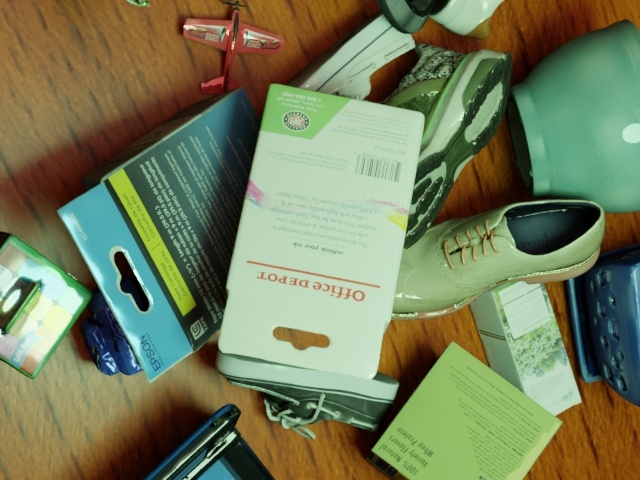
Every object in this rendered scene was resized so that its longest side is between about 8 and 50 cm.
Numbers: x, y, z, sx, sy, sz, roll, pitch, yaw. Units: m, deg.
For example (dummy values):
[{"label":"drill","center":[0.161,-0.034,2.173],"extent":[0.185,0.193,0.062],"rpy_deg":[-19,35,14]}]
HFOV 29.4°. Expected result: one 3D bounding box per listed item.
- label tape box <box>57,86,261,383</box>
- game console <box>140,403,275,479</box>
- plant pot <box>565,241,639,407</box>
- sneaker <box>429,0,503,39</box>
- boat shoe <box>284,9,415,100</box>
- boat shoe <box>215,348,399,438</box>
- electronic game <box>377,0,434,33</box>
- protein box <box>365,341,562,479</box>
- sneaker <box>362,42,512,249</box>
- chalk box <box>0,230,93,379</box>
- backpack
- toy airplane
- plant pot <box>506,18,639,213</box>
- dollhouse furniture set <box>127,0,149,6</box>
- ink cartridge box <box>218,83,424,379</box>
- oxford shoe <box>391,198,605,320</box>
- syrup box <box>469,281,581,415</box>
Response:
[{"label":"label tape box","center":[-0.184,-0.011,1.584],"extent":[0.348,0.115,0.249],"rpy_deg":[-40,111,-39]},{"label":"game console","center":[-0.178,0.390,1.648],"extent":[0.293,0.250,0.173],"rpy_deg":[-42,83,-18]},{"label":"plant pot","center":[0.530,0.116,1.942],"extent":[0.236,0.212,0.235],"rpy_deg":[-15,99,-24]},{"label":"sneaker","center":[0.271,-0.440,1.846],"extent":[0.123,0.106,0.290],"rpy_deg":[27,93,-28]},{"label":"boat shoe","center":[0.038,-0.236,1.744],"extent":[0.258,0.095,0.084],"rpy_deg":[-41,105,-17]},{"label":"boat shoe","center":[-0.025,0.221,1.739],"extent":[0.306,0.113,0.104],"rpy_deg":[15,93,-41]},{"label":"electronic game","center":[0.112,-0.408,1.736],"extent":[0.229,0.048,0.229],"rpy_deg":[18,69,-62]},{"label":"protein box","center":[0.207,0.296,1.797],"extent":[0.200,0.136,0.201],"rpy_deg":[36,76,8]},{"label":"sneaker","center":[0.106,-0.132,1.758],"extent":[0.410,0.182,0.158],"rpy_deg":[-50,148,-20]},{"label":"chalk box","center":[-0.377,0.077,1.498],"extent":[0.132,0.213,0.132],"rpy_deg":[40,77,-23]},{"label":"backpack","center":[-0.266,0.113,1.620],"extent":[0.101,0.098,0.120],"rpy_deg":[-21,103,-20]},{"label":"toy airplane","center":[-0.124,-0.259,1.701],"extent":[0.151,0.028,0.151],"rpy_deg":[-2,94,-24]},{"label":"plant pot","center":[0.392,-0.167,1.841],"extent":[0.196,0.293,0.293],"rpy_deg":[-13,100,2]},{"label":"dollhouse furniture set","center":[-0.338,-0.416,1.486],"extent":[0.151,0.197,0.301],"rpy_deg":[-21,112,-7]},{"label":"ink cartridge box","center":[0.000,0.000,1.535],"extent":[0.207,0.119,0.353],"rpy_deg":[11,72,0]},{"label":"oxford shoe","center":[0.221,0.009,1.773],"extent":[0.397,0.146,0.140],"rpy_deg":[-16,67,-5]},{"label":"syrup box","center":[0.315,0.161,1.905],"extent":[0.093,0.096,0.236],"rpy_deg":[-25,105,-20]}]
